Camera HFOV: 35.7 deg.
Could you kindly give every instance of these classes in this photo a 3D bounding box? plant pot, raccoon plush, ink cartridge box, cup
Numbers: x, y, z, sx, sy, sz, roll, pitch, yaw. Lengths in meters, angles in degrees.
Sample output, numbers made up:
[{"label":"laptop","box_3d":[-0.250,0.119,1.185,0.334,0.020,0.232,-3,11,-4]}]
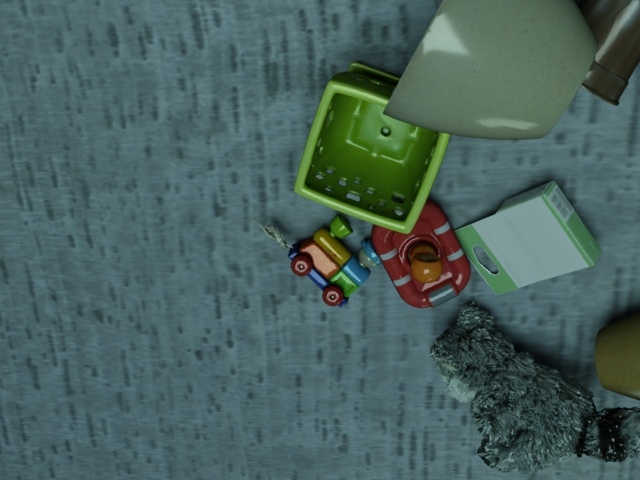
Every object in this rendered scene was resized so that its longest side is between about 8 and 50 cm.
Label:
[{"label":"plant pot","box_3d":[0.470,-0.337,1.640,0.167,0.167,0.165,31,110,-3]},{"label":"raccoon plush","box_3d":[0.424,0.253,1.886,0.447,0.216,0.299,-17,109,34]},{"label":"plant pot","box_3d":[0.104,-0.179,1.766,0.227,0.207,0.228,21,118,2]},{"label":"ink cartridge box","box_3d":[0.386,0.001,1.880,0.235,0.056,0.171,-23,110,48]},{"label":"cup","box_3d":[0.275,-0.283,1.515,0.237,0.331,0.331,29,119,-1]},{"label":"plant pot","box_3d":[0.651,0.216,1.843,0.255,0.237,0.237,-7,115,31]}]

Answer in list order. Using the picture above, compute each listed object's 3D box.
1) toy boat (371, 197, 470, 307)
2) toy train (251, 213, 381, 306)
[{"label":"toy boat","box_3d":[0.192,0.032,1.869,0.151,0.151,0.231,-27,108,6]},{"label":"toy train","box_3d":[0.000,0.000,1.945,0.143,0.105,0.248,-42,101,16]}]
